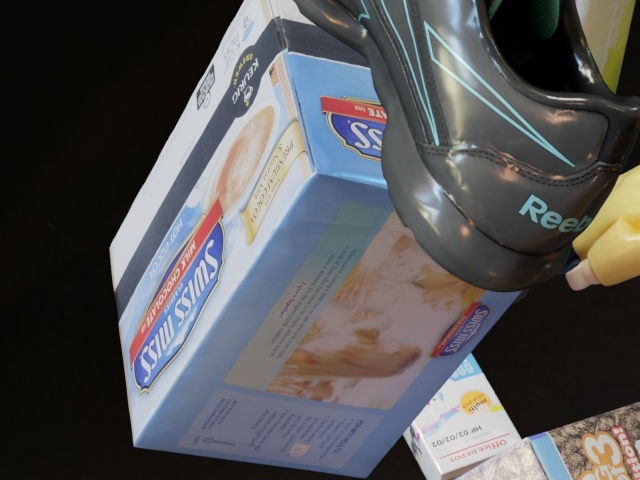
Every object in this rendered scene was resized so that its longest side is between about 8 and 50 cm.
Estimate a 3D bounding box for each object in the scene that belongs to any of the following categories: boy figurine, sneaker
[{"bbox_3d":[0.285,-0.017,1.480,0.177,0.285,0.092,-50,122,-46],"label":"boy figurine"},{"bbox_3d":[0.052,-0.111,0.725,0.101,0.267,0.106,-10,150,-38],"label":"sneaker"}]

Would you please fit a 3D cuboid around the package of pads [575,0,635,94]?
[{"bbox_3d":[0.167,-0.217,1.553,0.101,0.229,0.296,-38,148,-33],"label":"package of pads"}]

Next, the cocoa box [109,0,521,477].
[{"bbox_3d":[0.000,0.000,1.374,0.231,0.228,0.347,12,134,-26],"label":"cocoa box"}]

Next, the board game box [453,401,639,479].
[{"bbox_3d":[0.202,0.244,1.378,0.291,0.232,0.141,-8,67,-48],"label":"board game box"}]

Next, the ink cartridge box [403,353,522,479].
[{"bbox_3d":[0.158,0.221,1.881,0.104,0.181,0.061,-18,140,-13],"label":"ink cartridge box"}]
